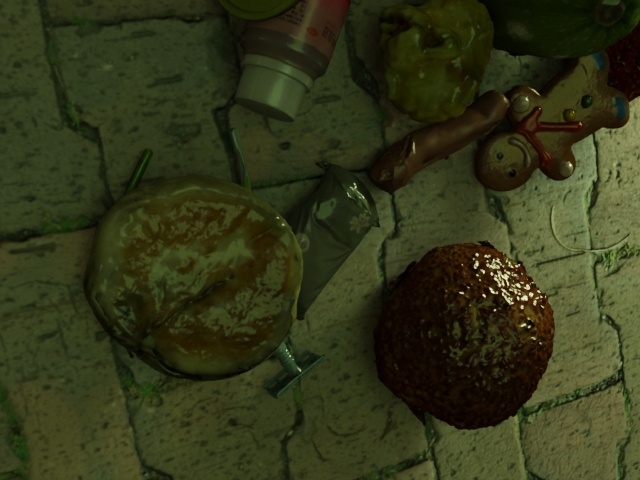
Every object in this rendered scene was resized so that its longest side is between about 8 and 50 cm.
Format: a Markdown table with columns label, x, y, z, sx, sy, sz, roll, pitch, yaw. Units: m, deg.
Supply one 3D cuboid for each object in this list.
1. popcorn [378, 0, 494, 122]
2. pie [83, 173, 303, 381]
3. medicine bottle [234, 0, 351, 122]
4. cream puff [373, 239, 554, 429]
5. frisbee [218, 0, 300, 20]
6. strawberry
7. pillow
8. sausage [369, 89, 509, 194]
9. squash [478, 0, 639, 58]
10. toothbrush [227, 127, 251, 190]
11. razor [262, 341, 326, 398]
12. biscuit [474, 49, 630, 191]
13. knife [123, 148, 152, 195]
| label | x | y | z | sx | sy | sz | roll | pitch | yaw |
| --- | --- | --- | --- | --- | --- | --- | --- | --- | --- |
| popcorn | 0.185 | -0.318 | 1.460 | 0.203 | 0.200 | 0.226 | 23 | 118 | -2 |
| pie | -0.186 | 0.058 | 1.314 | 0.339 | 0.077 | 0.339 | -3 | 101 | -13 |
| medicine bottle | -0.046 | -0.314 | 1.341 | 0.147 | 0.147 | 0.247 | 21 | 86 | -29 |
| cream puff | 0.265 | 0.172 | 1.520 | 0.350 | 0.229 | 0.350 | -3 | 98 | -25 |
| frisbee | -0.079 | -0.436 | 1.268 | 0.017 | 0.236 | 0.236 | -2 | 98 | -53 |
| strawberry | 0.586 | -0.364 | 1.659 | 0.234 | 0.178 | 0.233 | -1 | 92 | -23 |
| pillow | 0.000 | 0.000 | 1.442 | 0.255 | 0.059 | 0.169 | -52 | 122 | -18 |
| sausage | 0.209 | -0.175 | 1.535 | 0.304 | 0.078 | 0.078 | -31 | 109 | -21 |
| squash | 0.406 | -0.446 | 1.433 | 0.310 | 0.309 | 0.310 | -3 | 106 | -10 |
| toothbrush | -0.112 | -0.052 | 1.401 | 0.022 | 0.026 | 0.263 | -21 | 105 | -32 |
| razor | -0.095 | 0.137 | 1.419 | 0.106 | 0.068 | 0.232 | -39 | 107 | -20 |
| biscuit | 0.424 | -0.206 | 1.613 | 0.324 | 0.049 | 0.205 | -33 | 106 | -1 |
| knife | -0.293 | -0.054 | 1.308 | 0.026 | 0.022 | 0.184 | 24 | 85 | -3 |
